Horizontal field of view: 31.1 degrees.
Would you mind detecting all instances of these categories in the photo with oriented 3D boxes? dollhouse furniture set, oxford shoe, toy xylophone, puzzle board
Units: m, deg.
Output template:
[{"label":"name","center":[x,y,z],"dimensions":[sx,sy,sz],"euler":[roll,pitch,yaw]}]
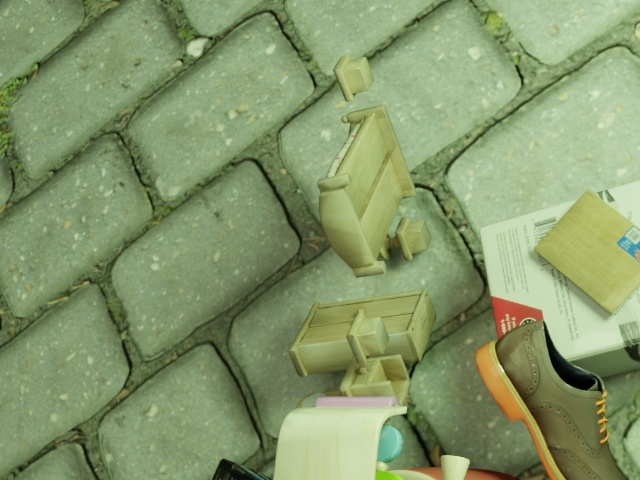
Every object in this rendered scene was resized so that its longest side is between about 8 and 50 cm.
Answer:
[{"label":"dollhouse furniture set","center":[0.000,0.000,1.439],"dimensions":[0.173,0.356,0.303],"euler":[-10,27,24]},{"label":"oxford shoe","center":[0.290,0.211,1.293],"dimensions":[0.098,0.097,0.271],"euler":[-36,97,22]},{"label":"toy xylophone","center":[0.038,0.312,1.171],"dimensions":[0.236,0.081,0.323],"euler":[5,74,30]},{"label":"puzzle board","center":[0.324,0.013,1.331],"dimensions":[0.096,0.011,0.128],"euler":[-48,56,3]}]

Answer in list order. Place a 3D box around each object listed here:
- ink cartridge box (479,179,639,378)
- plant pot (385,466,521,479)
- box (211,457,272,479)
[{"label":"ink cartridge box","center":[0.349,0.051,1.378],"dimensions":[0.272,0.114,0.197],"euler":[-18,63,23]},{"label":"plant pot","center":[0.129,0.374,1.294],"dimensions":[0.274,0.243,0.275],"euler":[-10,67,25]},{"label":"box","center":[-0.116,0.436,1.410],"dimensions":[0.296,0.073,0.293],"euler":[-66,20,-9]}]
